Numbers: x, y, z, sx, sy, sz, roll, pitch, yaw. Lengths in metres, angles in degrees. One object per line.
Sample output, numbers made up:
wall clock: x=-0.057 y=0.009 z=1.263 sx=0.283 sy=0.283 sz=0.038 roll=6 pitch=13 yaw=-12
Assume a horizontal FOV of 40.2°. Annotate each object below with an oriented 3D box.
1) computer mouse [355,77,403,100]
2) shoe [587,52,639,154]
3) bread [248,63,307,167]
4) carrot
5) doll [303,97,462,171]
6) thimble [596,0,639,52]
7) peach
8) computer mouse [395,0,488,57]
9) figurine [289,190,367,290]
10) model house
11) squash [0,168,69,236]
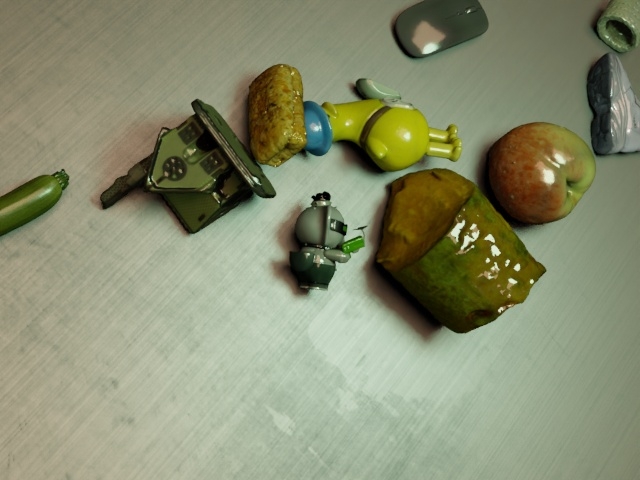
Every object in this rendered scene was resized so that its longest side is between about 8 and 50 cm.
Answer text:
computer mouse: x=0.123 y=-0.307 z=1.845 sx=0.110 sy=0.056 sz=0.032 roll=21 pitch=79 yaw=-14
shoe: x=0.699 y=-0.313 z=2.020 sx=0.137 sy=0.095 sz=0.245 roll=5 pitch=78 yaw=-21
bread: x=-0.086 y=-0.245 z=1.699 sx=0.083 sy=0.114 sz=0.211 roll=28 pitch=41 yaw=-39
carrot: x=0.259 y=0.020 z=1.706 sx=0.340 sy=0.241 sz=0.241 roll=45 pitch=67 yaw=-4
doll: x=0.102 y=-0.224 z=1.787 sx=0.362 sy=0.145 sz=0.199 roll=8 pitch=34 yaw=-7
thimble: x=0.722 y=-0.517 z=2.073 sx=0.090 sy=0.102 sz=0.115 roll=-54 pitch=125 yaw=-22
peach: x=0.455 y=-0.150 z=1.854 sx=0.232 sy=0.232 sz=0.233 roll=5 pitch=75 yaw=-17
computer mouse: x=0.274 y=-0.483 z=1.939 sx=0.232 sy=0.057 sz=0.120 roll=-24 pitch=85 yaw=-22
figurine: x=0.000 y=0.000 z=1.687 sx=0.126 sy=0.147 sz=0.193 roll=5 pitch=87 yaw=-31
model house: x=-0.253 y=-0.091 z=1.625 sx=0.278 sy=0.205 sz=0.218 roll=-38 pitch=88 yaw=7
squash: x=-0.558 y=-0.050 z=1.548 sx=0.258 sy=0.069 sz=0.069 roll=-29 pitch=86 yaw=-22
